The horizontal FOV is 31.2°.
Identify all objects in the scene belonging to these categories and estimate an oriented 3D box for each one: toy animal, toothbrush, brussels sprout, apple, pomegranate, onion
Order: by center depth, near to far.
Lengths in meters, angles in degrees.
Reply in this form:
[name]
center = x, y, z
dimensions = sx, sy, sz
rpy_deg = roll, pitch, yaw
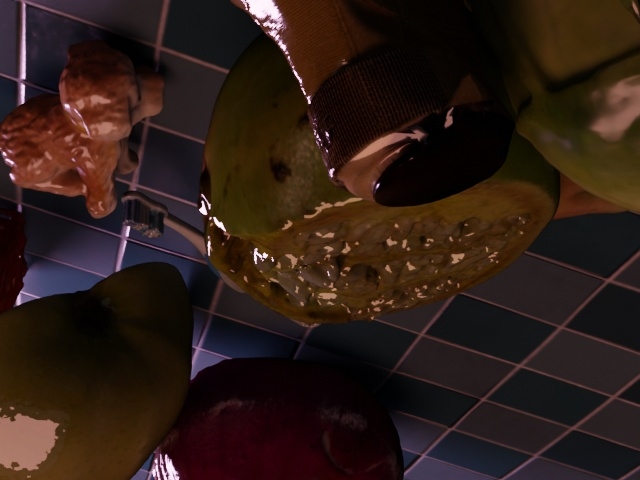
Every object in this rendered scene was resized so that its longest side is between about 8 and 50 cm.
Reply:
[brussels sprout]
center = 0.228, -0.140, 0.680
dimensions = 0.294, 0.227, 0.259
rpy_deg = 21, 148, -29
[pomegranate]
center = 0.073, -0.081, 0.898
dimensions = 0.358, 0.216, 0.310
rpy_deg = -12, 157, -13
[toy animal]
center = -0.246, -0.122, 1.061
dimensions = 0.184, 0.104, 0.185
rpy_deg = 21, 153, -11
[toothbrush]
center = -0.096, 0.029, 1.259
dimensions = 0.040, 0.040, 0.386
rpy_deg = -3, 159, 29
[apple]
center = -0.317, 0.174, 1.374
dimensions = 0.311, 0.320, 0.360
rpy_deg = 25, 139, -13
[onion]
center = -0.058, 0.348, 1.488
dimensions = 0.347, 0.385, 0.348
rpy_deg = 2, 137, 2

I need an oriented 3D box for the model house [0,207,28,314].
[model house]
center = -0.459, 0.085, 1.359
dimensions = 0.160, 0.254, 0.196
rpy_deg = 14, 151, -5

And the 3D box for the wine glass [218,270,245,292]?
[wine glass]
center = 0.000, 0.000, 1.149
dimensions = 0.231, 0.103, 0.103
rpy_deg = -10, 142, 40

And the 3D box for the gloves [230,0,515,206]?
[gloves]
center = 0.010, -0.181, 0.689
dimensions = 0.154, 0.331, 0.141
rpy_deg = -19, 168, -6
